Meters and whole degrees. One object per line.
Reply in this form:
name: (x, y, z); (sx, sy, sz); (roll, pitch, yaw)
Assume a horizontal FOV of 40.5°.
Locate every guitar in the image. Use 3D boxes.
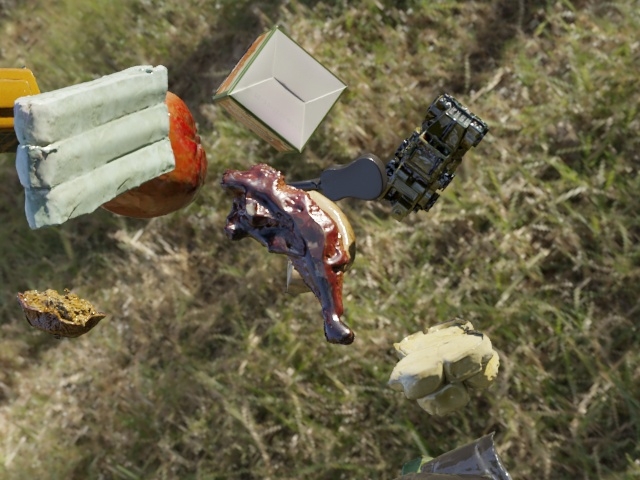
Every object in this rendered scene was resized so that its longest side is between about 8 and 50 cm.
guitar: (-0.010, -0.103, 1.610); (0.271, 0.084, 0.038); (-7, 18, 22)

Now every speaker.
speaker: (0.148, 0.366, 1.185); (0.180, 0.388, 0.184); (-31, 63, 21)

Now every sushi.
sushi: (-0.350, 0.095, 1.170); (0.061, 0.118, 0.060); (-106, 29, -49)

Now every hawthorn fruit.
hawthorn fruit: (-0.371, -0.153, 1.634); (0.300, 0.254, 0.254); (-14, 31, 4)

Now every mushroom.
mushroom: (0.000, 0.000, 1.839); (0.156, 0.151, 0.286); (93, 178, -47)

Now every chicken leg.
chicken leg: (-0.024, 0.003, 0.849); (0.089, 0.219, 0.048); (-44, -15, -3)

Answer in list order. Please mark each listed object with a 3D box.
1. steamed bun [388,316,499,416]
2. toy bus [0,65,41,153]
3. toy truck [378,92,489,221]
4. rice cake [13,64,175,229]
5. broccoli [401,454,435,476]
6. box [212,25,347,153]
steamed bun: (0.203, 0.222, 1.472); (0.192, 0.106, 0.177); (-25, 14, -15)
toy bus: (-0.453, -0.164, 1.101); (0.114, 0.098, 0.201); (-24, -8, 41)
toy truck: (0.208, -0.157, 1.685); (0.257, 0.127, 0.127); (-55, -7, 37)
rice cake: (-0.205, -0.092, 0.799); (0.038, 0.124, 0.211); (3, 15, 21)
broccoli: (0.244, 0.539, 1.606); (0.297, 0.297, 0.297); (-21, 37, 17)
box: (-0.086, -0.306, 1.796); (0.177, 0.195, 0.148); (-56, 19, -6)
